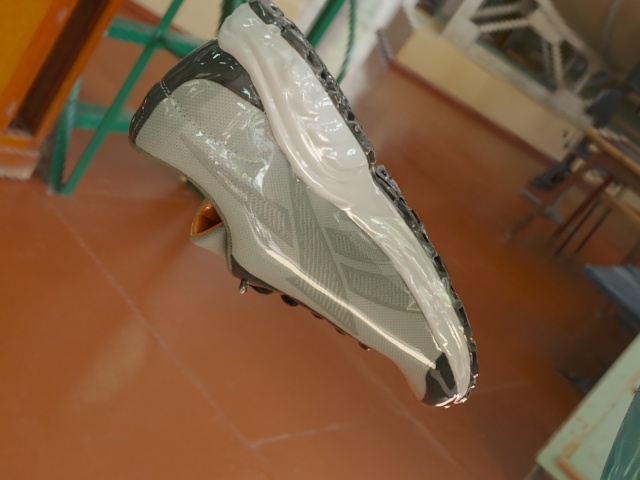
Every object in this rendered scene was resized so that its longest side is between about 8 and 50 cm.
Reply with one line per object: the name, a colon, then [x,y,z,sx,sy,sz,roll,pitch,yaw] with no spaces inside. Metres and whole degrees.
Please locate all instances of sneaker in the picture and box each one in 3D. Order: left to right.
sneaker: [0.000,0.000,0.609,0.271,0.108,0.100,54,6,-32]

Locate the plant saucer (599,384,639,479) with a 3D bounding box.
plant saucer: [0.212,0.134,0.568,0.044,0.317,0.317,23,21,-1]
